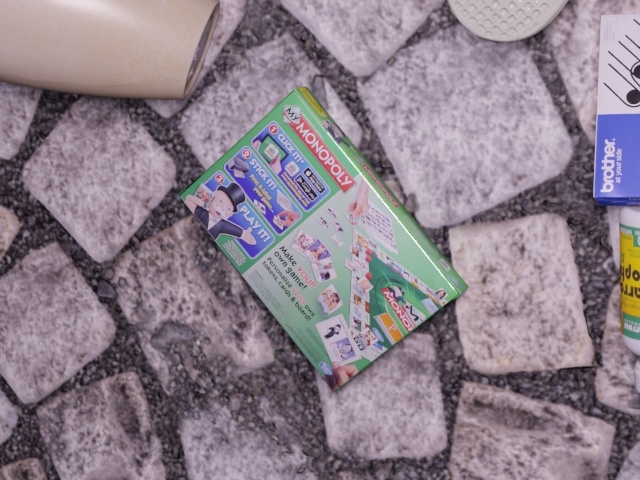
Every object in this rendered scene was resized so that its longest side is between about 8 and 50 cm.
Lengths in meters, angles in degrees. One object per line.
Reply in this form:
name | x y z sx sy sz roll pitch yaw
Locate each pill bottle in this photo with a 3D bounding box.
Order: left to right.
pill bottle | 0.389 0.063 1.458 0.118 0.117 0.208 1 102 20

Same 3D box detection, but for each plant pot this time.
plant pot | -0.269 -0.277 1.586 0.274 0.256 0.256 20 108 -2

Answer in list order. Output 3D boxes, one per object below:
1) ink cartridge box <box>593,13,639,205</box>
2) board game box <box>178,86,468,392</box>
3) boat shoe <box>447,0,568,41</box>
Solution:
ink cartridge box | 0.350 -0.142 1.432 0.097 0.046 0.207 1 80 20
board game box | 0.000 0.000 1.628 0.213 0.046 0.317 -40 86 22
boat shoe | 0.232 -0.458 1.397 0.187 0.156 0.500 10 116 13
